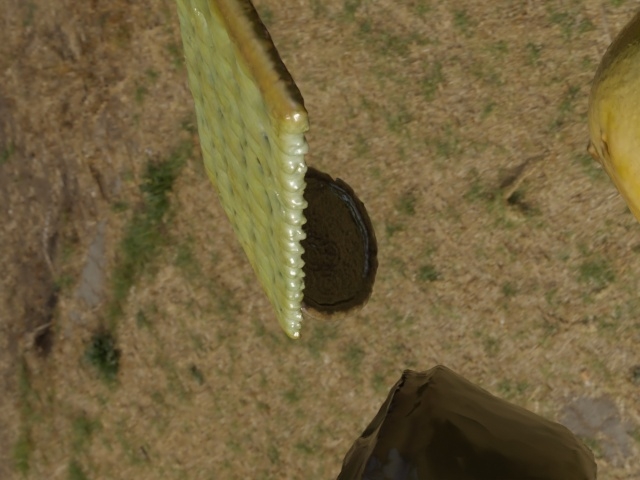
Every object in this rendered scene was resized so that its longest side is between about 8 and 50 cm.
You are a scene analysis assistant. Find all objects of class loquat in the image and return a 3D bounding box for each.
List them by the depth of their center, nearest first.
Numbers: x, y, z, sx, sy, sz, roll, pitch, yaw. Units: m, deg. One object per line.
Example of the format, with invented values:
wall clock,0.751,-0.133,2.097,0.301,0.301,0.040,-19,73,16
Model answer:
loquat,0.330,-0.101,0.712,0.244,0.244,0.243,16,117,35

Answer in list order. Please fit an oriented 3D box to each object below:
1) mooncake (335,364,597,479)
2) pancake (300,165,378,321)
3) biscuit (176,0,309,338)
mooncake,0.100,0.328,0.856,0.246,0.394,0.393,22,130,11
pancake,-0.001,0.000,1.085,0.021,0.199,0.199,-23,92,48
biscuit,-0.039,-0.048,0.441,0.231,0.016,0.139,93,151,-64
